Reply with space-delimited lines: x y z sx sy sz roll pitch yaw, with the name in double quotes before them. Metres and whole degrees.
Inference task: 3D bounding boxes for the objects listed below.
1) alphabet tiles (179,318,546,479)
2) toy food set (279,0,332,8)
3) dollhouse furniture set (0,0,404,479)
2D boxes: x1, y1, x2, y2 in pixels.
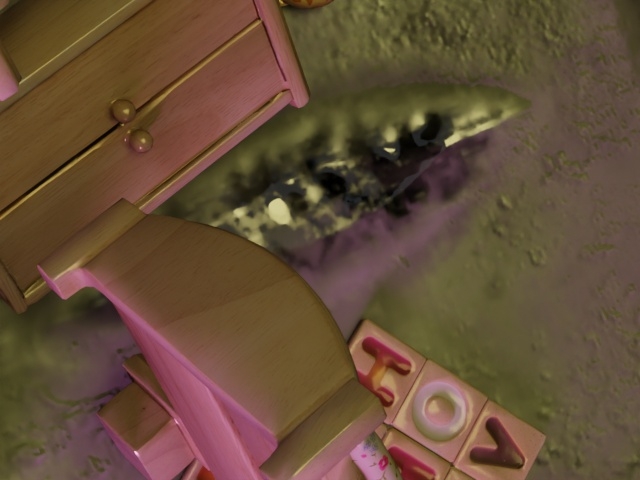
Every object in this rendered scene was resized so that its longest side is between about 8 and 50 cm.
"alphabet tiles" 0.011 0.169 0.722 0.198 0.009 0.237 33 77 -16
"toy food set" -0.027 -0.151 0.716 0.083 0.020 0.083 -3 89 -20
"dollhouse furniture set" 0.000 0.000 0.536 0.174 0.355 0.303 -40 140 -16
